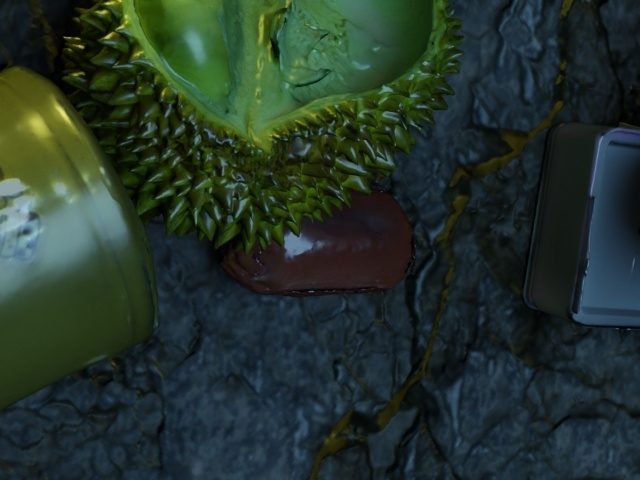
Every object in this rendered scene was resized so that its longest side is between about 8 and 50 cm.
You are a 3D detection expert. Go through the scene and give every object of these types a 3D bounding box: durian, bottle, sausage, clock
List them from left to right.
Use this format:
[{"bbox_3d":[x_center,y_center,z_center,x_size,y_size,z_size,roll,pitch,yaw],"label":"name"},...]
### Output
[{"bbox_3d":[-0.273,0.049,0.834,0.351,0.171,0.172,-26,111,-22],"label":"bottle"},{"bbox_3d":[-0.041,-0.100,0.923,0.237,0.176,0.200,-32,89,-33],"label":"durian"},{"bbox_3d":[0.000,0.000,1.036,0.141,0.076,0.076,3,98,-30],"label":"sausage"},{"bbox_3d":[0.254,-0.009,1.176,0.192,0.071,0.147,4,97,-30],"label":"clock"}]
